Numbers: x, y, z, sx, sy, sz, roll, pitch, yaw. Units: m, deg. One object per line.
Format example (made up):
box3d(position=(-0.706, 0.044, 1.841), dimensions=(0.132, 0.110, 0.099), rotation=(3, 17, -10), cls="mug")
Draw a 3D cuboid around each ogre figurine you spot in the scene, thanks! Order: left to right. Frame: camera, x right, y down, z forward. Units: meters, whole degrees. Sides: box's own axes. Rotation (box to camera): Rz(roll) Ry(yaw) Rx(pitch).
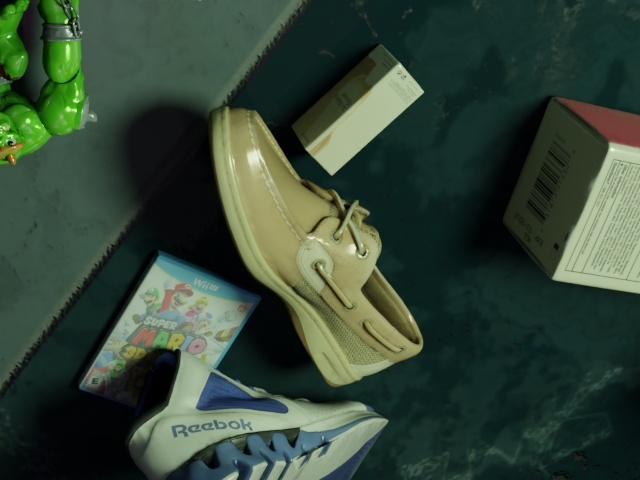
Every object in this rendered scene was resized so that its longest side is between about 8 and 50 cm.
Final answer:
box3d(position=(-0.268, -0.120, 0.938), dimensions=(0.197, 0.097, 0.118), rotation=(-32, 106, -16), cls="ogre figurine")

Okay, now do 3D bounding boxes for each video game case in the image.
box3d(position=(-0.150, 0.099, 1.140), dimensions=(0.119, 0.015, 0.166), rotation=(24, 109, -27), cls="video game case")

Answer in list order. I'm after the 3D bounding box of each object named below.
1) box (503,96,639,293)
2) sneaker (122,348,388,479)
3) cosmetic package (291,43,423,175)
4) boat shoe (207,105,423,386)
box3d(position=(0.327, -0.037, 1.147), dimensions=(0.232, 0.127, 0.149), rotation=(9, 115, -22), cls="box")
box3d(position=(-0.078, 0.179, 1.132), dimensions=(0.315, 0.182, 0.127), rotation=(-2, 128, -56), cls="sneaker")
box3d(position=(0.032, -0.120, 1.048), dimensions=(0.115, 0.060, 0.041), rotation=(-42, 121, 7), cls="cosmetic package")
box3d(position=(0.000, 0.000, 1.061), dimensions=(0.110, 0.122, 0.341), rotation=(-18, 133, 13), cls="boat shoe")
